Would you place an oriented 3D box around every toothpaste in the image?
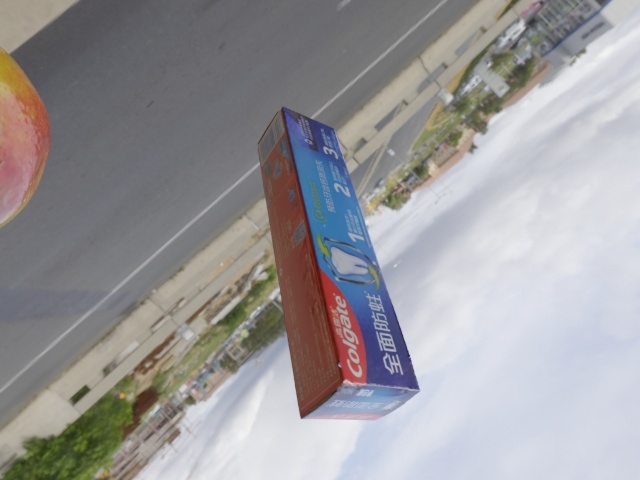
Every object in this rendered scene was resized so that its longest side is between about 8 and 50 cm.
[{"bbox_3d":[0.001,0.000,0.434,0.066,0.076,0.321,-48,-141,37],"label":"toothpaste"}]

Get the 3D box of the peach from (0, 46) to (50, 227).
[{"bbox_3d":[-0.387,-0.106,0.439,0.231,0.231,0.231,-44,180,0],"label":"peach"}]
